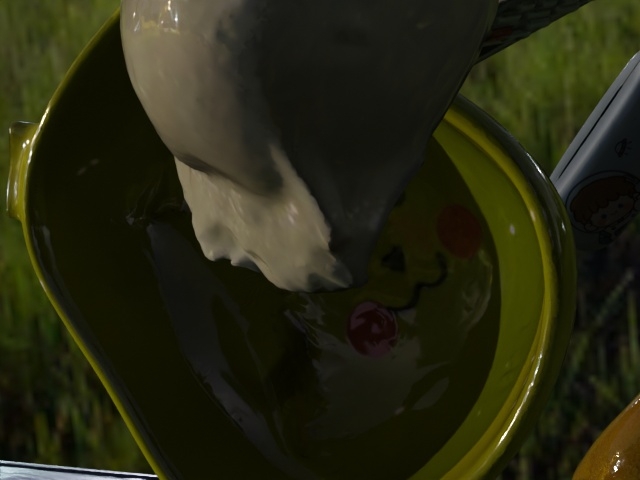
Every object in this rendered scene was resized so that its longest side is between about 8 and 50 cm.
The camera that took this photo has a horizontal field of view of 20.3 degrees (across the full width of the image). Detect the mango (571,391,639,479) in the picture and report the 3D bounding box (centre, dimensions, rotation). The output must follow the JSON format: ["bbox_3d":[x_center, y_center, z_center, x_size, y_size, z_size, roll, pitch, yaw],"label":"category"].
[{"bbox_3d":[0.384,0.219,1.846,0.317,0.173,0.211,-40,-11,29],"label":"mango"}]

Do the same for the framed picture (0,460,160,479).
[{"bbox_3d":[-0.231,0.272,1.903,0.265,0.018,0.192,10,3,-28],"label":"framed picture"}]

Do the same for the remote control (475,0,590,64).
[{"bbox_3d":[0.148,-0.189,1.382,0.145,0.050,0.344,-14,-7,-40],"label":"remote control"}]

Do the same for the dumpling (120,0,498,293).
[{"bbox_3d":[-0.015,-0.087,0.565,0.155,0.181,0.111,13,-14,46],"label":"dumpling"}]

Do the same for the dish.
[{"bbox_3d":[0.000,0.000,0.768,0.221,0.262,0.108,-50,-18,25],"label":"dish"}]

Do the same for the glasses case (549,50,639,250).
[{"bbox_3d":[0.222,-0.067,1.298,0.067,0.178,0.045,20,30,-22],"label":"glasses case"}]
